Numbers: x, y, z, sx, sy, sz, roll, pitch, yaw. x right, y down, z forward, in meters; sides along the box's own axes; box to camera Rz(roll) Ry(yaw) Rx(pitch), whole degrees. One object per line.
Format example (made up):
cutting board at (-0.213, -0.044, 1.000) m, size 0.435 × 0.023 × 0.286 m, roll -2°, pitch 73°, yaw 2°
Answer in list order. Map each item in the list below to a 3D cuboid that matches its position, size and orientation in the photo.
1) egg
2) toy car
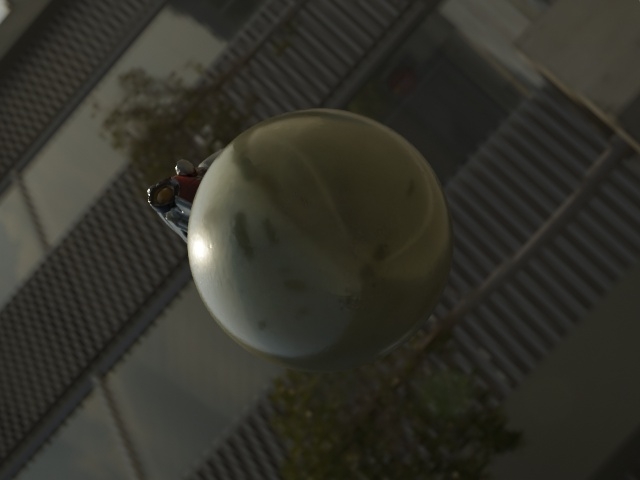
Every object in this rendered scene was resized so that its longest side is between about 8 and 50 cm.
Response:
egg at (0.000, 0.000, 1.057) m, size 0.186 × 0.186 × 0.241 m, roll 42°, pitch -179°, yaw -4°
toy car at (-0.077, -0.035, 1.424) m, size 0.139 × 0.112 × 0.112 m, roll 23°, pitch 159°, yaw 39°
